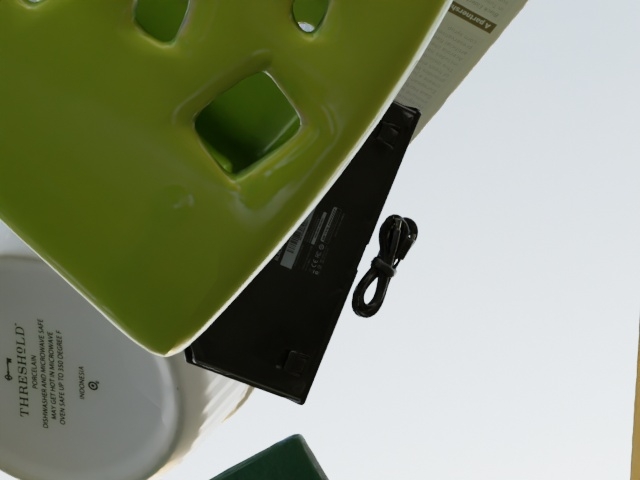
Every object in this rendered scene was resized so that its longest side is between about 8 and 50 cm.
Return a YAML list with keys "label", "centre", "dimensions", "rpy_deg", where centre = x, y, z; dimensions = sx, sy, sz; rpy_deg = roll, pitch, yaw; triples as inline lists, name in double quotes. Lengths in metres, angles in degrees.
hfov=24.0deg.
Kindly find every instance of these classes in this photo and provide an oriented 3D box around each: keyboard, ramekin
- label: "keyboard"
  centre: [0.000, 0.000, 0.844]
  dimensions: [0.108, 0.023, 0.180]
  rpy_deg: [23, -92, -21]
- label: "ramekin"
  centre: [-0.178, 0.068, 1.119]
  dimensions: [0.273, 0.127, 0.273]
  rpy_deg: [8, -58, 13]

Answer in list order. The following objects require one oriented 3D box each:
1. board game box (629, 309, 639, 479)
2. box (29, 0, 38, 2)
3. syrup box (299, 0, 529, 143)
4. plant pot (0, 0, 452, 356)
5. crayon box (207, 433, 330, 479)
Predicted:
- label: "board game box"
  centre: [0.180, 0.143, 0.671]
  dimensions: [0.039, 0.259, 0.124]
  rpy_deg: [-19, -43, 36]
- label: "box"
  centre: [-0.086, -0.249, 0.894]
  dimensions: [0.345, 0.215, 0.168]
  rpy_deg: [-46, -102, 16]
- label: "syrup box"
  centre: [0.059, -0.154, 0.944]
  dimensions: [0.096, 0.093, 0.237]
  rpy_deg: [27, -46, -14]
- label: "plant pot"
  centre: [-0.042, -0.133, 0.494]
  dimensions: [0.207, 0.228, 0.227]
  rpy_deg: [-44, -82, 12]
- label: "crayon box"
  centre: [-0.150, 0.246, 0.951]
  dimensions: [0.323, 0.083, 0.203]
  rpy_deg: [-27, -10, -21]
